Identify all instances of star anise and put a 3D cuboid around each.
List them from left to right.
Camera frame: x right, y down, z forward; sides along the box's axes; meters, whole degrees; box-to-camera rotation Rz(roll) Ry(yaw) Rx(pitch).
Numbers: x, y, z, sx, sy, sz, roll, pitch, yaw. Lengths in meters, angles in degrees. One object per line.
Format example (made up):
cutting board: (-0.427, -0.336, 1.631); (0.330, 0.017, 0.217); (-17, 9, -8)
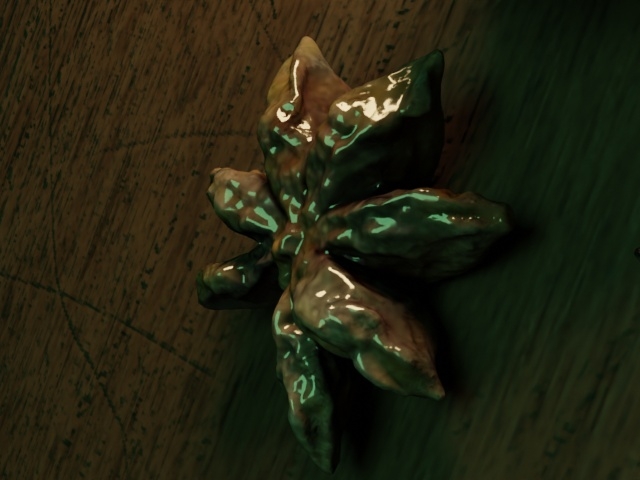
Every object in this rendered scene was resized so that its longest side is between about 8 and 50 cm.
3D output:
star anise: (0.010, -0.010, 0.732); (0.197, 0.073, 0.212); (-57, 46, 19)

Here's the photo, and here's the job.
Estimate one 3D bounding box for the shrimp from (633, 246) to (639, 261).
shrimp: (0.184, -0.030, 0.574); (0.150, 0.051, 0.217); (-54, 48, 29)
